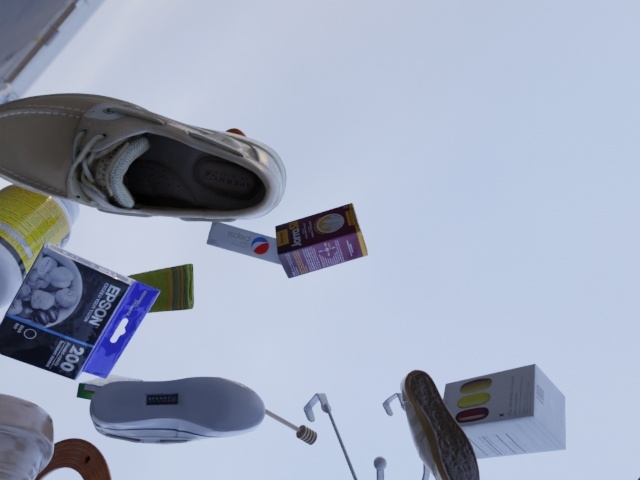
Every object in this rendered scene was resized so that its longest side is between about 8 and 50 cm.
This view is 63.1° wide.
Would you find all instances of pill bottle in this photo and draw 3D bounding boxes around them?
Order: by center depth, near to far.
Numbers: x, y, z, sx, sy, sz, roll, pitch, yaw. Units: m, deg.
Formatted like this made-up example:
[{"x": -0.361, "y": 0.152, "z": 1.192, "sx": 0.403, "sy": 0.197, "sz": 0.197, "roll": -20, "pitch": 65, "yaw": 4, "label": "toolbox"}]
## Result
[{"x": -0.674, "y": -0.011, "z": 1.147, "sx": 0.187, "sy": 0.188, "sz": 0.334, "roll": -36, "pitch": -159, "yaw": 21, "label": "pill bottle"}]

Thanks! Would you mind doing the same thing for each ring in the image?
[{"x": -0.531, "y": 0.571, "z": 1.033, "sx": 0.336, "sy": 0.032, "sz": 0.337, "roll": -15, "pitch": -125, "yaw": 23, "label": "ring"}]

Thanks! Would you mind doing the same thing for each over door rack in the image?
[{"x": 0.144, "y": 0.384, "z": 0.937, "sx": 0.324, "sy": 0.239, "sz": 0.108, "roll": 49, "pitch": -61, "yaw": 48, "label": "over door rack"}]

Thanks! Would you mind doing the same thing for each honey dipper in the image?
[{"x": -0.071, "y": 0.370, "z": 1.059, "sx": 0.030, "sy": 0.160, "sz": 0.031, "roll": -36, "pitch": -150, "yaw": 25, "label": "honey dipper"}]

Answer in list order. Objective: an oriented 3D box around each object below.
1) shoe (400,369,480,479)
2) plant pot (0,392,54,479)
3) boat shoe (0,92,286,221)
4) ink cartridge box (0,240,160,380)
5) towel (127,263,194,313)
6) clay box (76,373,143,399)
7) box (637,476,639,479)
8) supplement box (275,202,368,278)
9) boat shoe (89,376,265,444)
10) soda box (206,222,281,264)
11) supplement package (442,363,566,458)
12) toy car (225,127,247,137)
[{"x": 0.191, "y": 0.320, "z": 0.853, "sx": 0.058, "sy": 0.076, "sz": 0.219, "roll": -49, "pitch": -121, "yaw": 56, "label": "shoe"}, {"x": -0.371, "y": 0.237, "z": 0.471, "sx": 0.237, "sy": 0.237, "sz": 0.110, "roll": -36, "pitch": -127, "yaw": 21, "label": "plant pot"}, {"x": -0.184, "y": -0.074, "z": 0.487, "sx": 0.098, "sy": 0.301, "sz": 0.109, "roll": -86, "pitch": -173, "yaw": -78, "label": "boat shoe"}, {"x": -0.418, "y": 0.135, "z": 0.896, "sx": 0.206, "sy": 0.208, "sz": 0.045, "roll": -58, "pitch": -153, "yaw": 7, "label": "ink cartridge box"}, {"x": -0.374, "y": 0.116, "z": 1.204, "sx": 0.237, "sy": 0.021, "sz": 0.102, "roll": -10, "pitch": -102, "yaw": 37, "label": "towel"}, {"x": -0.698, "y": 0.496, "z": 1.758, "sx": 0.127, "sy": 0.222, "sz": 0.053, "roll": 7, "pitch": -94, "yaw": 9, "label": "clay box"}, {"x": 0.571, "y": 0.487, "z": 0.850, "sx": 0.233, "sy": 0.044, "sz": 0.159, "roll": -50, "pitch": -134, "yaw": -3, "label": "box"}, {"x": 0.000, "y": 0.000, "z": 1.161, "sx": 0.188, "sy": 0.081, "sz": 0.104, "roll": -17, "pitch": -140, "yaw": 4, "label": "supplement box"}, {"x": -0.218, "y": 0.268, "z": 0.808, "sx": 0.095, "sy": 0.257, "sz": 0.084, "roll": -92, "pitch": -165, "yaw": -46, "label": "boat shoe"}, {"x": -0.197, "y": 0.009, "z": 1.425, "sx": 0.074, "sy": 0.215, "sz": 0.069, "roll": 154, "pitch": -47, "yaw": -83, "label": "soda box"}, {"x": 0.414, "y": 0.399, "z": 1.199, "sx": 0.244, "sy": 0.134, "sz": 0.139, "roll": -29, "pitch": -155, "yaw": 39, "label": "supplement package"}, {"x": -0.233, "y": -0.213, "z": 1.395, "sx": 0.159, "sy": 0.182, "sz": 0.136, "roll": 18, "pitch": -140, "yaw": 16, "label": "toy car"}]
